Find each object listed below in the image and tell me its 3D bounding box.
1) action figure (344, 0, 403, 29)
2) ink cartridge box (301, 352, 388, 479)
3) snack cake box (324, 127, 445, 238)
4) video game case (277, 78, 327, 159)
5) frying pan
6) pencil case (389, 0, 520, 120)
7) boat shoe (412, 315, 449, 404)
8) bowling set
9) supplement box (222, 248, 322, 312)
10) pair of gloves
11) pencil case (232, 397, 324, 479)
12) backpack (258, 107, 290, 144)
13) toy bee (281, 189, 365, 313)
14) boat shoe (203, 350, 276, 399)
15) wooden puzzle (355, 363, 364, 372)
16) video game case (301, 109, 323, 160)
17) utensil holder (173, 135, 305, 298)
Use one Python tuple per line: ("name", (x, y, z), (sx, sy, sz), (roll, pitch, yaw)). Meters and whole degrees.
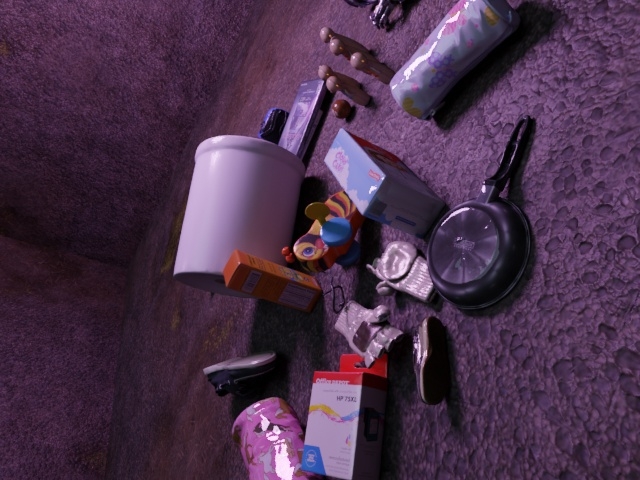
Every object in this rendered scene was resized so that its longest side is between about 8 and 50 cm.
("action figure", (0.168, -0.676, 1.439), (0.185, 0.099, 0.285), (-57, 33, 12))
("ink cartridge box", (0.049, 0.323, 1.003), (0.134, 0.078, 0.230), (-14, 60, 44))
("snack cake box", (0.122, -0.123, 1.097), (0.089, 0.152, 0.264), (-60, 29, 21))
("video game case", (-0.065, -0.381, 1.699), (0.196, 0.026, 0.274), (27, 96, 63))
("frying pan", (0.283, -0.037, 0.860), (0.326, 0.053, 0.197), (-58, 38, 18))
("pencil case", (0.257, -0.364, 1.048), (0.273, 0.114, 0.124), (-46, 46, 39))
("boat shoe", (0.181, 0.204, 0.892), (0.049, 0.056, 0.152), (-43, 28, 51))
("bowling set", (0.058, -0.428, 1.409), (0.199, 0.154, 0.287), (-60, 29, 20))
("supplement box", (-0.116, 0.102, 1.302), (0.080, 0.234, 0.078), (-58, 29, 16))
("pair of gloves", (0.122, 0.113, 1.034), (0.240, 0.042, 0.204), (-57, 28, 5))
("pencil case", (-0.072, 0.495, 1.059), (0.167, 0.160, 0.386), (-31, 33, -1))
("backpack", (-0.159, -0.402, 1.855), (0.120, 0.098, 0.101), (-67, 24, 8))
("toy bee", (0.000, 0.000, 1.176), (0.162, 0.195, 0.298), (4, 34, 23))
("boat shoe", (-0.212, 0.377, 1.445), (0.340, 0.127, 0.113), (-24, 82, 46))
("wooden puzzle", (0.067, 0.287, 1.087), (0.116, 0.014, 0.078), (29, 98, 63))
("video game case", (-0.065, -0.357, 1.737), (0.173, 0.022, 0.190), (-65, 27, 11))
("utensil holder", (-0.232, -0.053, 1.521), (0.328, 0.328, 0.385), (-19, 57, 57))
